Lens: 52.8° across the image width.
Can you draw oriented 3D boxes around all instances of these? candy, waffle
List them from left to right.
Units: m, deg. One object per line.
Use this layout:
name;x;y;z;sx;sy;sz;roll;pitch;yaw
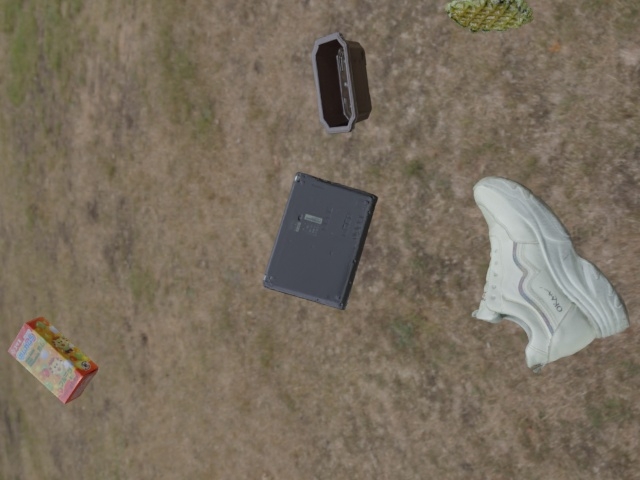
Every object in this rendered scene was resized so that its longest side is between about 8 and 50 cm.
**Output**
candy;-0.391;0.175;0.945;0.122;0.038;0.062;40;108;7
waffle;0.387;-0.520;1.478;0.183;0.169;0.036;6;85;41

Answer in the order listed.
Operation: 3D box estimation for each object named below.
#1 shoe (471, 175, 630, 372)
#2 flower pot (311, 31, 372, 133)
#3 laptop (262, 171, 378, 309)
shoe;0.336;0.057;1.101;0.210;0.132;0.342;-37;73;7
flower pot;0.064;-0.410;1.688;0.179;0.084;0.250;11;111;60
laptop;0.000;0.000;0.947;0.016;0.129;0.180;96;-170;-84
